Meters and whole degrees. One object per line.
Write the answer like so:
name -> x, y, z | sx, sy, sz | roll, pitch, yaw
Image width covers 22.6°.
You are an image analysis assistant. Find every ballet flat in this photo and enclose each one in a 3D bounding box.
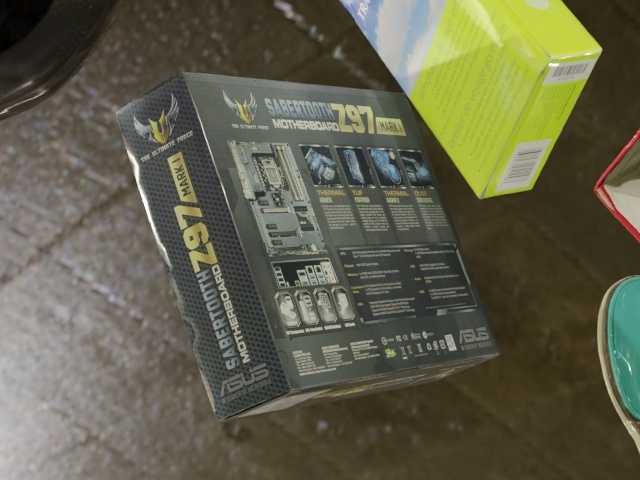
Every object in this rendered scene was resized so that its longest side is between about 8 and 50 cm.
ballet flat -> 0.262, 0.145, 1.179 | 0.086, 0.248, 0.086 | -11, 148, -7

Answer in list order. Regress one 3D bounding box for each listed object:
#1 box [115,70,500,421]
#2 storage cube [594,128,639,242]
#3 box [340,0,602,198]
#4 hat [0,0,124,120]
box -> 0.000, 0.000, 0.929 | 0.059, 0.183, 0.232 | -25, 168, 32
storage cube -> 0.402, -0.065, 1.428 | 0.215, 0.193, 0.184 | 48, 140, 17
box -> 0.079, -0.124, 0.914 | 0.042, 0.178, 0.109 | -11, 142, -30
hat -> -0.320, -0.208, 1.454 | 0.331, 0.331, 0.134 | 10, 158, 10
